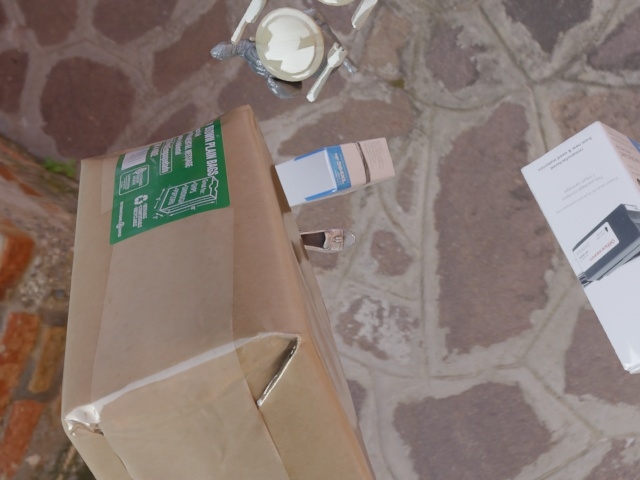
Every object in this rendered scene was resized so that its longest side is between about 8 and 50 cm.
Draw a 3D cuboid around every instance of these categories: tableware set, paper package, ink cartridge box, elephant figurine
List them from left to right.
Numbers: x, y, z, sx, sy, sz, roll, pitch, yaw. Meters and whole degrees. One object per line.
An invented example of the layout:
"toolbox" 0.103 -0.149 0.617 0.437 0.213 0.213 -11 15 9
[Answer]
"paper package" -0.072 0.099 0.662 0.168 0.309 0.324 -17 37 0
"elephant figurine" -0.080 -0.398 1.750 0.186 0.239 0.169 1 118 53
"tableware set" -0.005 -0.273 0.924 0.128 0.039 0.194 37 123 1
"ink cartridge box" 0.025 -0.129 1.519 0.148 0.203 0.085 -16 90 39
"ink cartridge box" 0.558 0.018 1.394 0.166 0.286 0.394 -35 65 31

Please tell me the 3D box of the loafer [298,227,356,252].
"loafer" 0.000 0.000 1.397 0.125 0.039 0.045 0 92 1
